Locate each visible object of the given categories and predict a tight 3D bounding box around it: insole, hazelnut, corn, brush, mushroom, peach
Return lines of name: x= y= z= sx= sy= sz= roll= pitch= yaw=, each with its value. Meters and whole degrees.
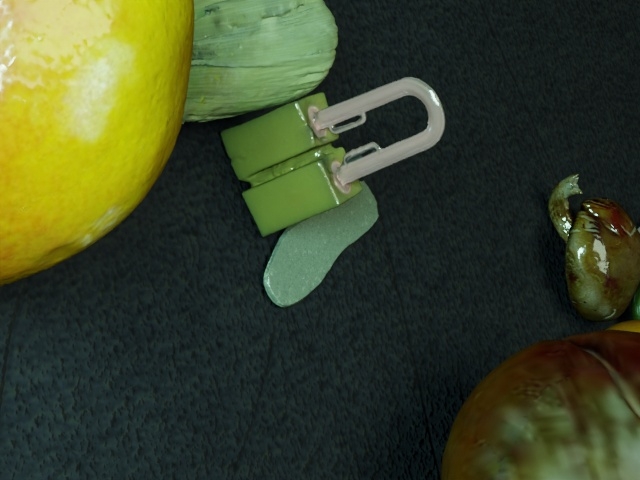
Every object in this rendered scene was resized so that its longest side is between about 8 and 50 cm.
insole: x=0.000 y=0.000 z=1.593 sx=0.192 sy=0.010 sz=0.063 roll=-43 pitch=110 yaw=-47
hazelnut: x=0.291 y=0.237 z=1.574 sx=0.372 sy=0.372 sz=0.315 roll=-12 pitch=90 yaw=-49
corn: x=-0.103 y=-0.153 z=1.447 sx=0.305 sy=0.123 sz=0.122 roll=-23 pitch=96 yaw=-48
brush: x=0.020 y=-0.085 z=1.474 sx=0.047 sy=0.233 sz=0.103 roll=-28 pitch=96 yaw=-48
mushroom: x=0.306 y=0.004 z=1.880 sx=0.170 sy=0.080 sz=0.135 roll=63 pitch=31 yaw=-15
peach: x=-0.230 y=-0.120 z=1.165 sx=0.289 sy=0.289 sz=0.308 roll=48 pitch=46 yaw=-25

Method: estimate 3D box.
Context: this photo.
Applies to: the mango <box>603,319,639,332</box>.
mango: x=0.379 y=0.181 z=1.870 sx=0.253 sy=0.113 sz=0.138 roll=49 pitch=49 yaw=-27

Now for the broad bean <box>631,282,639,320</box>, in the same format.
broad bean: x=0.383 y=0.062 z=1.943 sx=0.069 sy=0.039 sz=0.227 roll=13 pitch=83 yaw=-49

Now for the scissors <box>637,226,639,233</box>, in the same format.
scissors: x=0.447 y=0.107 z=2.039 sx=0.160 sy=0.024 sz=0.317 roll=-39 pitch=106 yaw=-48
